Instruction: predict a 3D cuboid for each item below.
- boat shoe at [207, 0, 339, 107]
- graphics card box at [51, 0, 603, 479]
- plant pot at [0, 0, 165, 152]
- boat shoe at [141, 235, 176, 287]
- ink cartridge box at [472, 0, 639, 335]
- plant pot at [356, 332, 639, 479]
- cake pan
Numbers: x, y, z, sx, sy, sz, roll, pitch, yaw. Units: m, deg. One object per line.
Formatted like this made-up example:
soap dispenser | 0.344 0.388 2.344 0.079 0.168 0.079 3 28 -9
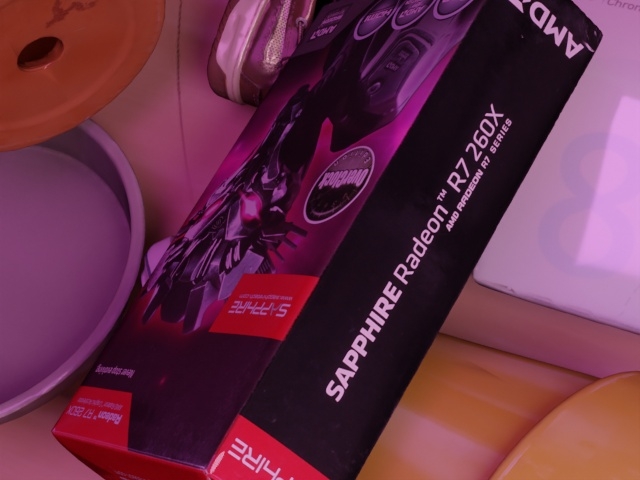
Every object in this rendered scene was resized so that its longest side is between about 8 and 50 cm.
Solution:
boat shoe | 0.005 -0.215 1.100 0.095 0.095 0.258 20 95 16
graphics card box | 0.000 0.000 0.921 0.371 0.094 0.232 -58 24 -18
plant pot | -0.247 -0.201 1.071 0.291 0.291 0.203 -38 66 9
boat shoe | -0.099 0.125 1.052 0.084 0.095 0.258 -20 71 11
ink cartridge box | 0.294 -0.113 0.927 0.308 0.091 0.385 17 96 24
plant pot | 0.114 0.174 0.895 0.239 0.254 0.254 30 89 40
cake pan | -0.269 0.020 1.117 0.293 0.054 0.293 -5 59 8
